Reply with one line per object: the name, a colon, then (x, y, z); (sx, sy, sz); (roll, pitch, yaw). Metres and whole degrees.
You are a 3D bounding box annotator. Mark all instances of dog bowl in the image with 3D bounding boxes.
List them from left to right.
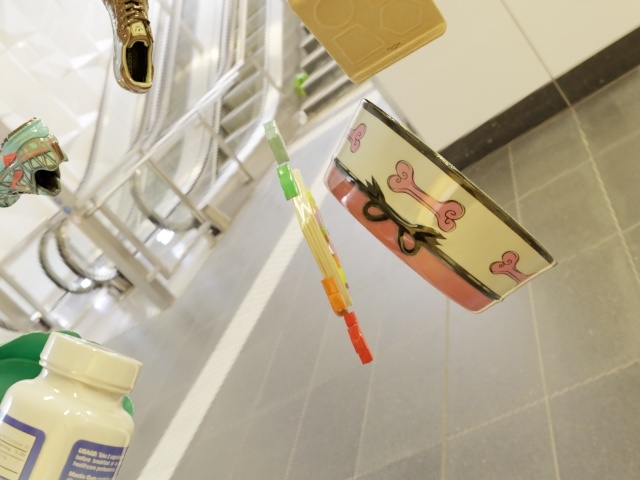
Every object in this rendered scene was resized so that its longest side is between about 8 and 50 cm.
dog bowl: (0.177, -0.044, 1.133); (0.150, 0.408, 0.408); (-49, 16, 9)

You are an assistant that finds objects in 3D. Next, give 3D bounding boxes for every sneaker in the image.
sneaker: (-0.567, -0.117, 1.342); (0.262, 0.125, 0.104); (-38, 10, 45)
sneaker: (-0.243, -0.287, 0.913); (0.066, 0.189, 0.071); (-18, 28, -31)

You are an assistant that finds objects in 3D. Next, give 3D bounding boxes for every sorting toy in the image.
sorting toy: (0.078, -0.377, 1.140); (0.193, 0.208, 0.038); (-26, 42, 24)

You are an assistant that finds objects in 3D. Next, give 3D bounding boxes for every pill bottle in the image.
pill bottle: (-0.304, 0.250, 0.788); (0.152, 0.152, 0.272); (-4, 63, 62)

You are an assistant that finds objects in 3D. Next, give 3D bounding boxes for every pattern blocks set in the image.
pattern blocks set: (0.000, 0.000, 0.980); (0.026, 0.325, 0.285); (-22, 49, 3)

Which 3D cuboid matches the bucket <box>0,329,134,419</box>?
bucket: (-0.456, 0.286, 1.089); (0.183, 0.281, 0.281); (-24, 24, 46)
